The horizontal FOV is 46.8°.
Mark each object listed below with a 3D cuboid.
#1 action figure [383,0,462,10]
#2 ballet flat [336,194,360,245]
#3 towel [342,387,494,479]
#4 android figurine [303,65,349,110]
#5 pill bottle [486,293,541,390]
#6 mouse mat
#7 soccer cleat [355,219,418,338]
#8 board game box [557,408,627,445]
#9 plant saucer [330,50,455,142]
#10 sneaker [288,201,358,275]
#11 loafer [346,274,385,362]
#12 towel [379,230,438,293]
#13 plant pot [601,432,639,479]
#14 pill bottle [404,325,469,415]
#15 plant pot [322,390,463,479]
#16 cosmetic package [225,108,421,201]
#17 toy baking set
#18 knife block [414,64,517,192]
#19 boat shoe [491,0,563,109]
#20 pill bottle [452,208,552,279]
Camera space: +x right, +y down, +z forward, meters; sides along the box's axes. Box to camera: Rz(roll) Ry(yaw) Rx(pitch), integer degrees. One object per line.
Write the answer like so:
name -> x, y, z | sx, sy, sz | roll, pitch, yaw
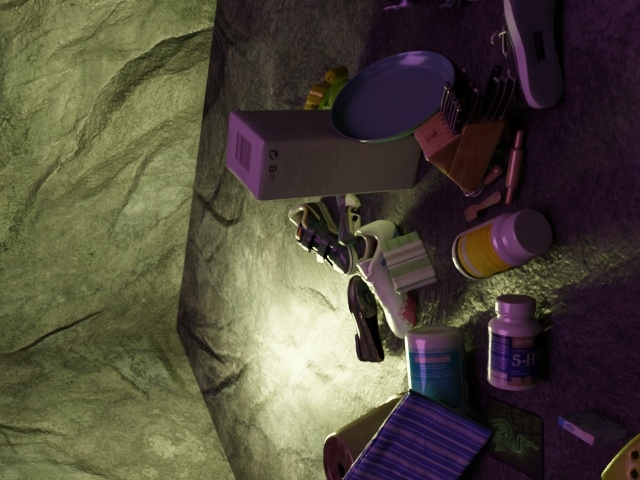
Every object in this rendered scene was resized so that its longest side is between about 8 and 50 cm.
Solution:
action figure -> 0.213, -0.706, 1.633 | 0.276, 0.248, 0.369 | 23, 119, 59
ballet flat -> 0.090, -0.085, 2.224 | 0.074, 0.074, 0.203 | -10, 80, 64
towel -> 0.224, 0.534, 1.768 | 0.335, 0.243, 0.040 | -59, 11, 17
android figurine -> 0.023, -0.368, 2.098 | 0.056, 0.273, 0.248 | 18, 116, 19
pill bottle -> 0.413, 0.215, 1.576 | 0.112, 0.112, 0.186 | 18, 112, 62
mouse mat -> 0.442, 0.450, 1.690 | 0.190, 0.007, 0.152 | 10, 104, 64
soccer cleat -> 0.167, 0.110, 2.013 | 0.116, 0.143, 0.331 | -22, 76, 63
board game box -> 0.520, 0.357, 1.415 | 0.090, 0.090, 0.020 | 27, 118, 60
plant saucer -> 0.177, -0.342, 1.790 | 0.317, 0.318, 0.043 | 51, 176, 48
sneaker -> 0.000, 0.000, 2.351 | 0.321, 0.128, 0.126 | 55, 140, 42
loafer -> 0.144, 0.231, 2.171 | 0.084, 0.096, 0.267 | 2, 105, 44
towel -> 0.230, 0.058, 1.930 | 0.023, 0.113, 0.151 | 75, 177, -64
plant pot -> 0.608, 0.348, 1.101 | 0.227, 0.228, 0.207 | 50, 131, 49
pill bottle -> 0.289, 0.349, 1.817 | 0.146, 0.146, 0.263 | -2, 93, 64
plant pot -> 0.172, 0.578, 1.955 | 0.323, 0.281, 0.322 | 21, 113, 60
cosmetic package -> 0.010, -0.231, 1.906 | 0.230, 0.454, 0.161 | 47, 136, 51
toy baking set -> 0.384, -0.158, 1.655 | 0.197, 0.030, 0.256 | -152, 63, -64
knife block -> 0.337, -0.243, 1.566 | 0.242, 0.276, 0.088 | -34, 51, 22
boat shoe -> 0.405, -0.413, 1.466 | 0.105, 0.113, 0.306 | 18, 128, 68
pill bottle -> 0.386, 0.008, 1.579 | 0.208, 0.119, 0.119 | -32, 67, 62
